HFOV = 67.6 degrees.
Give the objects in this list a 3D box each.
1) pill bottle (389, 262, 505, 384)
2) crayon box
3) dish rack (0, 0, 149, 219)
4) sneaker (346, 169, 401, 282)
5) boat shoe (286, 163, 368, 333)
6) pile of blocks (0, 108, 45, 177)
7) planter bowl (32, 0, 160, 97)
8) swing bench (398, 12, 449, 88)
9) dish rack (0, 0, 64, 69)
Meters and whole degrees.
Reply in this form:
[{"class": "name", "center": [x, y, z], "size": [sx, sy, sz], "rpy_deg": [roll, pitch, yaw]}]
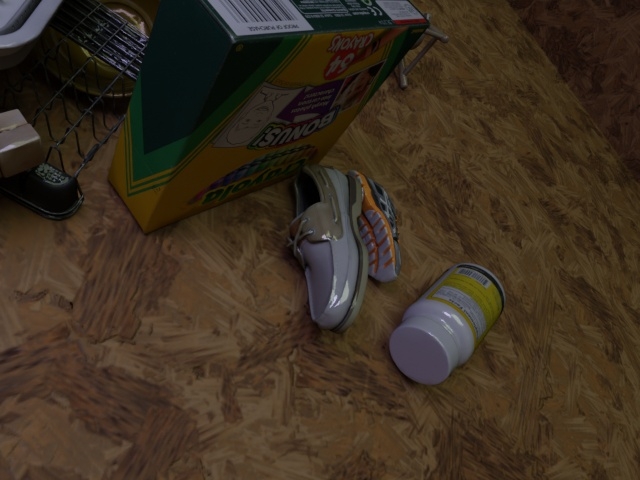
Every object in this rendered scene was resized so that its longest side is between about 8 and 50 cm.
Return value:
[{"class": "pill bottle", "center": [0.203, 0.128, 0.761], "size": [0.208, 0.119, 0.119], "rpy_deg": [-31, 82, -44]}, {"class": "crayon box", "center": [-0.066, -0.186, 0.637], "size": [0.363, 0.313, 0.106], "rpy_deg": [-29, 77, -44]}, {"class": "dish rack", "center": [-0.326, -0.186, 0.578], "size": [0.208, 0.074, 0.271], "rpy_deg": [33, 59, -16]}, {"class": "sneaker", "center": [0.100, -0.028, 0.820], "size": [0.083, 0.084, 0.215], "rpy_deg": [10, 55, -38]}, {"class": "boat shoe", "center": [0.000, 0.000, 0.713], "size": [0.103, 0.113, 0.302], "rpy_deg": [23, 39, -21]}, {"class": "pile of blocks", "center": [-0.433, -0.147, 0.396], "size": [0.362, 0.112, 0.149], "rpy_deg": [8, 62, -20]}, {"class": "planter bowl", "center": [-0.295, -0.304, 0.679], "size": [0.217, 0.090, 0.217], "rpy_deg": [-1, 94, -16]}, {"class": "swing bench", "center": [0.120, -0.527, 1.117], "size": [0.253, 0.165, 0.255], "rpy_deg": [2, 60, -35]}, {"class": "dish rack", "center": [-0.423, -0.297, 0.469], "size": [0.332, 0.072, 0.286], "rpy_deg": [16, 50, -19]}]
